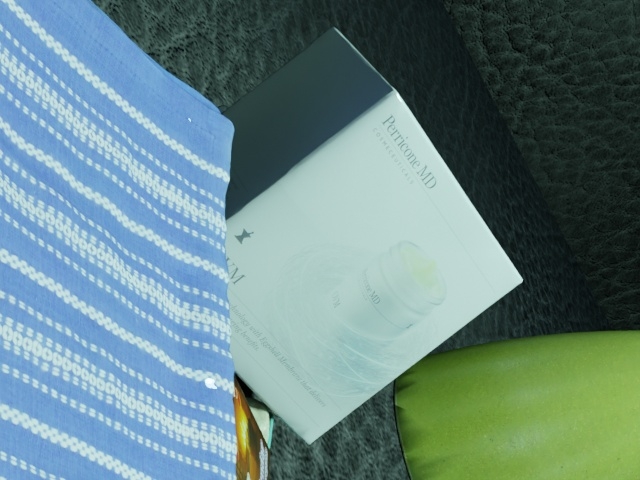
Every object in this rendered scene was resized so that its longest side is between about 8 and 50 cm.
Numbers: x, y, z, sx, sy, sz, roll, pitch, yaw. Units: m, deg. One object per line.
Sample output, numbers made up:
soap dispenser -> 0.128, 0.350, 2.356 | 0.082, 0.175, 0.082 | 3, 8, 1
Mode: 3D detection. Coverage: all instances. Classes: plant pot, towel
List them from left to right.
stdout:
towel -> -0.108, 0.014, 0.576 | 0.243, 0.040, 0.336 | 43, 33, -50
plant pot -> 0.278, 0.217, 1.334 | 0.275, 0.293, 0.275 | 53, 23, -35

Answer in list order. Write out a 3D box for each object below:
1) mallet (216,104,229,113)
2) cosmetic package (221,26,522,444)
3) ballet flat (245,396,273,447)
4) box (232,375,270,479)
mallet -> -0.069, -0.048, 1.131 | 0.189, 0.039, 0.062 | 65, 21, 9
cosmetic package -> 0.000, 0.000, 0.912 | 0.224, 0.225, 0.138 | 50, 2, -37
ballet flat -> -0.066, 0.185, 0.865 | 0.052, 0.057, 0.168 | 24, 34, -22
box -> -0.081, 0.199, 0.680 | 0.201, 0.057, 0.293 | 71, 13, -47
